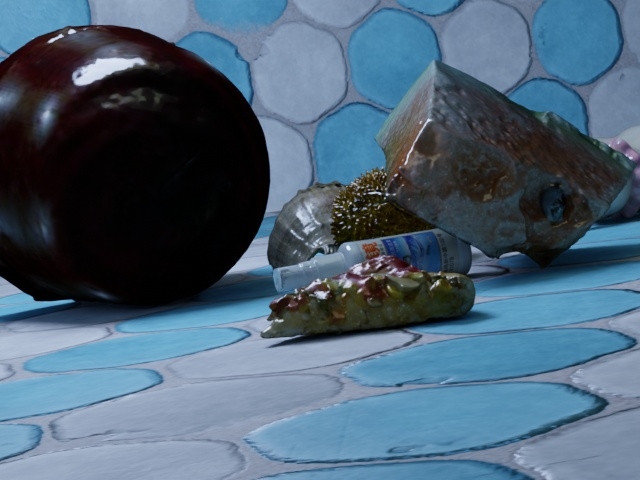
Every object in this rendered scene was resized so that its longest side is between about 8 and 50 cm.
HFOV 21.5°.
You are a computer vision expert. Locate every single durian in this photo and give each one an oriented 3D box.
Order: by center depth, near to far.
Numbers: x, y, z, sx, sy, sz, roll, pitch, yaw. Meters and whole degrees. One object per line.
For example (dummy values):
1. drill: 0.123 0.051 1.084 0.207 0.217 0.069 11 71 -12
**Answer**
1. durian: 0.088 -0.030 2.070 0.158 0.137 0.168 -28 -7 6

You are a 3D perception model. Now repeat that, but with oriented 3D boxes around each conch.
1. conch: 0.000 0.000 2.223 0.155 0.130 0.207 -41 17 22

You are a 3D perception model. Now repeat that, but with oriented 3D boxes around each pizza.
1. pizza: 0.030 0.050 1.541 0.199 0.062 0.188 -12 3 -29

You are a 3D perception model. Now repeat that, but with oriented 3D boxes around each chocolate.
1. chocolate: -0.221 -0.072 2.044 0.383 0.384 0.331 -10 20 -32

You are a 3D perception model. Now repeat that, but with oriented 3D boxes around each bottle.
1. bottle: 0.055 0.026 1.828 0.217 0.060 0.060 -9 4 -16

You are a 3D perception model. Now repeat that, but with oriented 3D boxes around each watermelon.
1. watermelon: 0.205 -0.081 1.864 0.264 0.151 0.302 30 12 -5

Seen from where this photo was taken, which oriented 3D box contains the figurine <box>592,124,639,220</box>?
1. figurine: 0.379 -0.085 2.300 0.235 0.127 0.155 -14 25 -31
